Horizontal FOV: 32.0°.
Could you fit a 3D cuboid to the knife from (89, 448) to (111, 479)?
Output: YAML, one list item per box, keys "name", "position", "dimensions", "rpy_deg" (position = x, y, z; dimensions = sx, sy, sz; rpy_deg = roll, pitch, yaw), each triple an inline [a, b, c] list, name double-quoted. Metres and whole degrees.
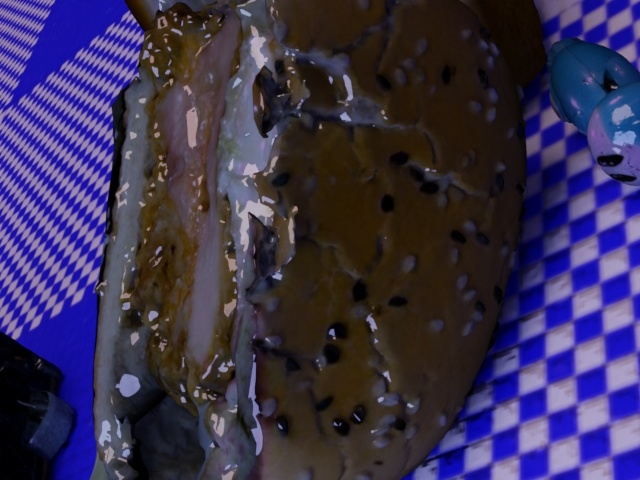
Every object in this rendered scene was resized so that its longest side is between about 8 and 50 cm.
- name: "knife"
  position: [-0.144, 0.164, 0.732]
  dimensions: [0.043, 0.020, 0.293]
  rpy_deg: [-35, 35, 23]

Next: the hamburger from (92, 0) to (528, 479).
- name: "hamburger"
  position: [0.000, 0.000, 0.562]
  dimensions: [0.167, 0.192, 0.288]
  rpy_deg: [1, 88, 61]

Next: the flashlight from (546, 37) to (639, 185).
- name: "flashlight"
  position: [0.147, -0.071, 0.563]
  dimensions: [0.051, 0.051, 0.129]
  rpy_deg: [-42, 25, 17]

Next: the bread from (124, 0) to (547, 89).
- name: "bread"
  position: [-0.006, -0.190, 0.715]
  dimensions: [0.225, 0.250, 0.279]
  rpy_deg: [-29, 31, 22]

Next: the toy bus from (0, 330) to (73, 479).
- name: "toy bus"
  position: [-0.288, 0.201, 0.753]
  dimensions: [0.194, 0.162, 0.323]
  rpy_deg: [-42, 30, 17]
